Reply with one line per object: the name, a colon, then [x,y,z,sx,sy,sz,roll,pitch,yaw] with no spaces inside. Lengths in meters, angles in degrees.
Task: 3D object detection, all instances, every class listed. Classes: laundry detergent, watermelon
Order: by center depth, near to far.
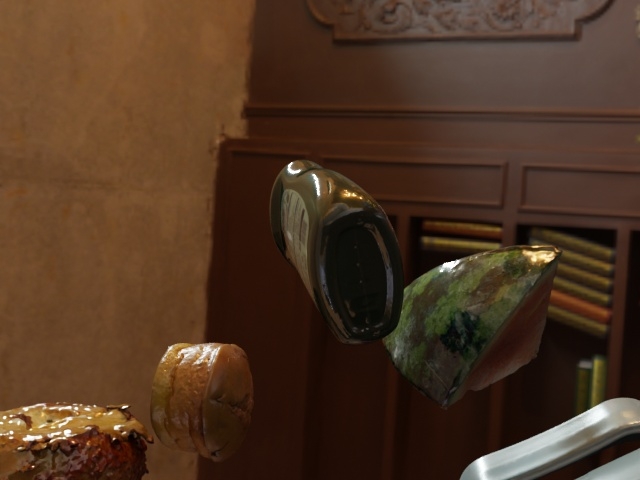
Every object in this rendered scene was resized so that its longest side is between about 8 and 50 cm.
laundry detergent: [0.000,0.000,0.759,0.221,0.078,0.144,-139,35,-65]
watermelon: [0.168,0.071,0.892,0.207,0.136,0.202,-43,-20,13]

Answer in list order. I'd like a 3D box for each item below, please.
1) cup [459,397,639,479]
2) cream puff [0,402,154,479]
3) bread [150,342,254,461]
cup: [0.328,0.369,0.926,0.331,0.311,0.257,53,-167,-46]
cream puff: [-0.449,0.389,1.377,0.350,0.350,0.229,-4,-84,-70]
bread: [-0.188,0.269,1.427,0.270,0.142,0.196,68,-150,-69]
